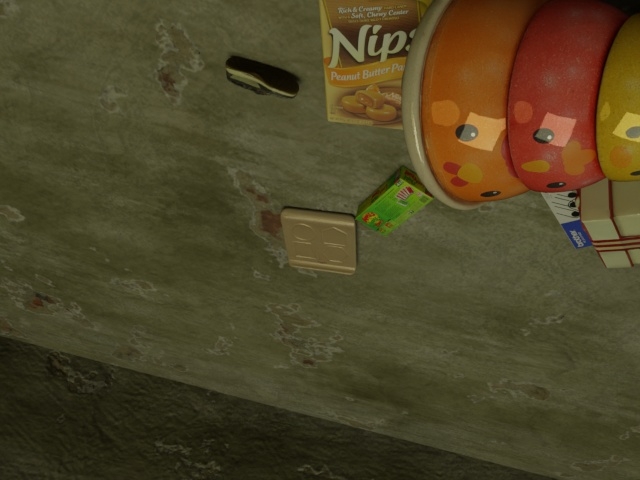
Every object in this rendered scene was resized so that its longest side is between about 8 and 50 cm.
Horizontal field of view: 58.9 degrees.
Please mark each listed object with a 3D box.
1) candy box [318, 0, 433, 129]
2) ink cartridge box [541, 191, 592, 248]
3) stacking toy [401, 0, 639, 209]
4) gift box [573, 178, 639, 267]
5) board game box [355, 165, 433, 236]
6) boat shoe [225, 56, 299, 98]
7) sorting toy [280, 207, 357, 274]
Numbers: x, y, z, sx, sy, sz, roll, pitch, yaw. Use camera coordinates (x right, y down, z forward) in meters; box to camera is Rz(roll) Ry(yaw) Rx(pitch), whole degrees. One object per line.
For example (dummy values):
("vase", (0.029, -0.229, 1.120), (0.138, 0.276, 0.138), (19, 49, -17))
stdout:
("candy box", (0.099, -0.329, 0.959), (0.182, 0.088, 0.316), (8, 150, 9))
("ink cartridge box", (0.546, -0.069, 1.189), (0.097, 0.046, 0.207), (-17, 132, 37))
("stacking toy", (0.379, -0.189, 0.740), (0.479, 0.351, 0.351), (13, 150, 45))
("gift box", (0.561, -0.112, 0.957), (0.258, 0.277, 0.255), (-7, 150, 34))
("board game box", (0.169, -0.086, 1.303), (0.092, 0.043, 0.181), (29, 140, -16))
("boat shoe", (-0.114, -0.313, 1.115), (0.152, 0.056, 0.049), (25, 147, 3))
("sorting toy", (0.000, 0.000, 1.482), (0.192, 0.038, 0.208), (7, 137, 11))
